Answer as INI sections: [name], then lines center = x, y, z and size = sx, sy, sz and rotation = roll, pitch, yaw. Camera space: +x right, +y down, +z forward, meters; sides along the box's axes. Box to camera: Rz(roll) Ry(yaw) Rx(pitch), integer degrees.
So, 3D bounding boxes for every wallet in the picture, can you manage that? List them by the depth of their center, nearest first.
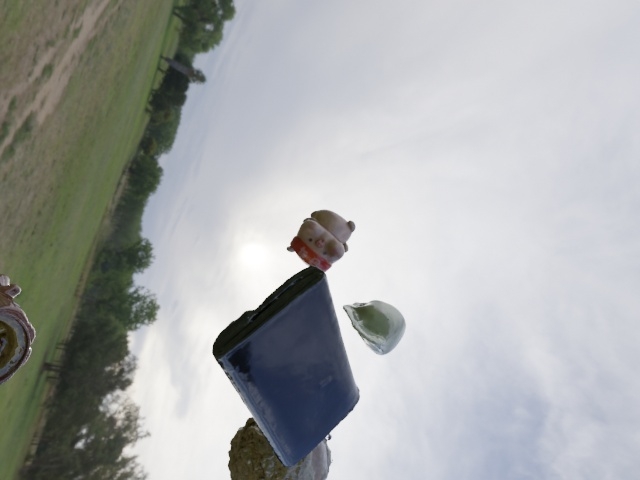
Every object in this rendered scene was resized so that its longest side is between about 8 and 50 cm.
[wallet]
center = -0.040, 0.256, 0.785
size = 0.228, 0.406, 0.062
rotation = -35, -138, -24

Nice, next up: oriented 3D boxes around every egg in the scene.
[egg]
center = -0.105, 0.572, 1.069
size = 0.279, 0.279, 0.310
rotation = -130, -149, -60

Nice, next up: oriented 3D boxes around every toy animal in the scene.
[toy animal]
center = 0.000, 0.000, 1.252
size = 0.171, 0.171, 0.197
rotation = -30, -159, 52

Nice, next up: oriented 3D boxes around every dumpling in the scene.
[dumpling]
center = 0.138, 0.225, 1.126
size = 0.179, 0.252, 0.131
rotation = 36, -70, 18

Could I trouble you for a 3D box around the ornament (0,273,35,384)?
[ornament]
center = -0.686, 0.174, 0.787
size = 0.218, 0.235, 0.221
rotation = 20, -63, 33
